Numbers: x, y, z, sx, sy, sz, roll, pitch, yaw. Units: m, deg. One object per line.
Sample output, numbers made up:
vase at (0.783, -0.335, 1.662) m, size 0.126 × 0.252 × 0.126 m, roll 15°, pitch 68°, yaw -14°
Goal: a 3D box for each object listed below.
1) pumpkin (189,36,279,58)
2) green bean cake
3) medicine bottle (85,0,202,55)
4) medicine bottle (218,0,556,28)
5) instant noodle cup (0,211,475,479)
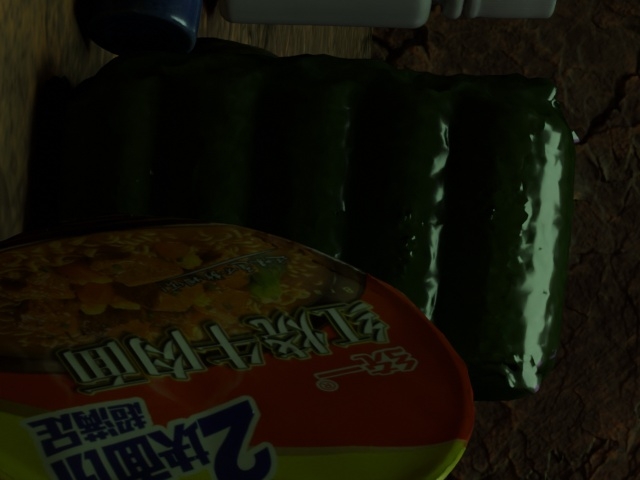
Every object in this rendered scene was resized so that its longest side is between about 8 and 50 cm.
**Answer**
pumpkin at (-0.033, 0.027, 1.224) m, size 0.169 × 0.148 × 0.312 m, roll -77°, pitch 167°, yaw -84°
green bean cake at (0.000, 0.000, 0.963) m, size 0.250 × 0.247 × 0.156 m, roll 55°, pitch 38°, yaw -82°
medicine bottle at (-0.078, -0.206, 0.990) m, size 0.059 × 0.059 × 0.231 m, roll 82°, pitch 14°, yaw -68°
medicine bottle at (0.047, -0.216, 1.348) m, size 0.139 × 0.237 × 0.139 m, roll 1°, pitch 90°, yaw -88°
instant noodle cup at (-0.060, 0.114, 0.744) m, size 0.213 × 0.213 × 0.174 m, roll -77°, pitch 178°, yaw -60°
